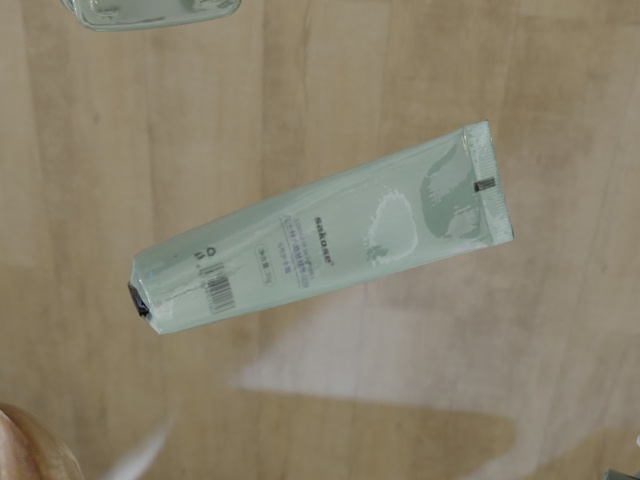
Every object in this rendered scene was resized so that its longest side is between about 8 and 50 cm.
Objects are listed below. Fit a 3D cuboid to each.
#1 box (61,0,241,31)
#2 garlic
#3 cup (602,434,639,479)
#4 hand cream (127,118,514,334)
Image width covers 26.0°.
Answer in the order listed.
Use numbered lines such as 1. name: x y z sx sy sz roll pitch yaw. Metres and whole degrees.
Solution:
1. box: -0.127 -0.251 0.954 0.148 0.129 0.210 -8 114 -8
2. garlic: -0.261 0.231 1.235 0.128 0.207 0.115 -9 168 24
3. cup: 0.336 0.317 1.320 0.173 0.300 0.167 16 145 13
4. hand cream: 0.000 0.000 1.130 0.320 0.067 0.109 -18 110 -5
